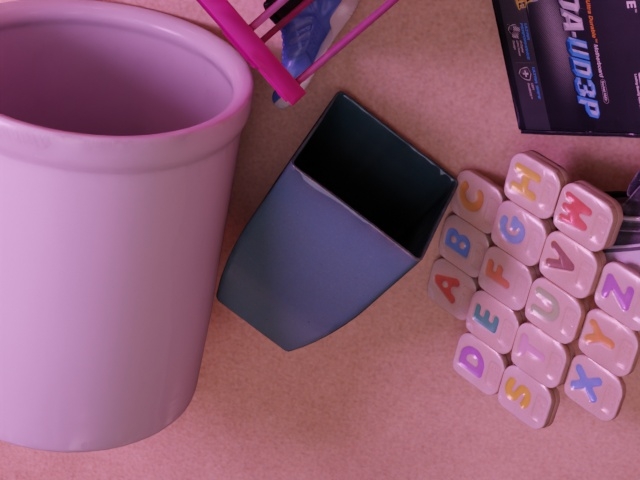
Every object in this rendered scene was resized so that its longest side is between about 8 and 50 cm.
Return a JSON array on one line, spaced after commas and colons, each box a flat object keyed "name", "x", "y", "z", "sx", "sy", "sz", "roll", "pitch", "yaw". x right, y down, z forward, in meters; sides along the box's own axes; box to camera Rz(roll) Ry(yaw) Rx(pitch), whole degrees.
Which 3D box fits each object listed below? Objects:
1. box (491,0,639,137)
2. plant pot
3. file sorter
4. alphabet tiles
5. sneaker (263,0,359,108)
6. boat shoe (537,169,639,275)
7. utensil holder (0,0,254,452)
[{"name": "box", "x": 0.259, "y": -0.211, "z": 1.511, "sx": 0.175, "sy": 0.051, "sz": 0.220, "roll": 6, "pitch": 120, "yaw": 40}, {"name": "plant pot", "x": 0.000, "y": 0.000, "z": 1.662, "sx": 0.165, "sy": 0.165, "sz": 0.234, "roll": 37, "pitch": 127, "yaw": -5}, {"name": "file sorter", "x": -0.072, "y": -0.310, "z": 1.431, "sx": 0.182, "sy": 0.202, "sz": 0.290, "roll": -41, "pitch": 113, "yaw": 2}, {"name": "alphabet tiles", "x": 0.224, "y": 0.055, "z": 1.618, "sx": 0.278, "sy": 0.021, "sz": 0.284, "roll": 37, "pitch": 127, "yaw": 36}, {"name": "sneaker", "x": -0.031, "y": -0.217, "z": 1.615, "sx": 0.085, "sy": 0.058, "sz": 0.152, "roll": 30, "pitch": 115, "yaw": -8}, {"name": "boat shoe", "x": 0.349, "y": -0.027, "z": 1.560, "sx": 0.301, "sy": 0.108, "sz": 0.102, "roll": -6, "pitch": 97, "yaw": 42}, {"name": "utensil holder", "x": -0.259, "y": -0.018, "z": 1.631, "sx": 0.328, "sy": 0.327, "sz": 0.385, "roll": 16, "pitch": 121, "yaw": 7}]
